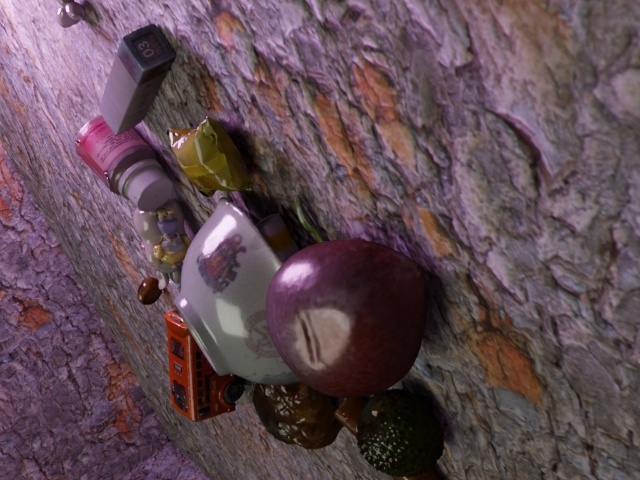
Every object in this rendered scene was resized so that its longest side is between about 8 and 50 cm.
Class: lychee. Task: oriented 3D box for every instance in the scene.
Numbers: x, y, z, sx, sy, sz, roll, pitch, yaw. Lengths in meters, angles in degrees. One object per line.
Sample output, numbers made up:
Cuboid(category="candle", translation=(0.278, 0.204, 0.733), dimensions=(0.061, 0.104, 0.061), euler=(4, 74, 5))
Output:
Cuboid(category="lychee", translation=(0.151, 0.357, 1.315), dimensions=(0.171, 0.171, 0.171), euler=(40, 151, 28))

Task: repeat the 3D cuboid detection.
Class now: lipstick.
Cuboid(category="lipstick", translation=(-0.389, -0.322, 1.493), dimensions=(0.079, 0.076, 0.371), euler=(56, 154, -3))
Cuboid(category="lipstick", translation=(-0.043, 0.074, 1.401), dimensions=(0.059, 0.059, 0.264), euler=(1, 122, 59))

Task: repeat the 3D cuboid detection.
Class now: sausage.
Cuboid(category="sausage", translation=(0.143, 0.429, 1.491), dimensions=(0.302, 0.076, 0.103), euler=(44, 160, 25))

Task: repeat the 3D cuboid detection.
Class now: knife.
Cuboid(category="knife", translation=(0.000, 0.000, 1.279), dimensions=(0.184, 0.026, 0.022), euler=(58, 169, -15))

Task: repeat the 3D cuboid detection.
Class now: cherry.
Cuboid(category="cherry", translation=(0.046, 0.120, 1.133), dimensions=(0.261, 0.221, 0.307), euler=(53, 136, -2))

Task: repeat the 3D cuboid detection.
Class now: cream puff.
Cuboid(category="cream puff", translation=(-0.062, 0.384, 1.693), dimensions=(0.241, 0.155, 0.269), euler=(62, 155, -6))

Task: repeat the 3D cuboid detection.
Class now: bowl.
Cuboid(category="bowl", translation=(-0.167, 0.145, 1.450), dimensions=(0.435, 0.196, 0.435), euler=(52, 164, 22))

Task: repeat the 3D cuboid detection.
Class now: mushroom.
Cuboid(category="mushroom", translation=(-0.554, 0.154, 2.359), dimensions=(0.129, 0.073, 0.088), euler=(-90, -17, -65))

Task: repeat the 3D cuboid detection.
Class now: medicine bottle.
Cuboid(category="medicine bottle", translation=(-0.463, -0.183, 1.711), dimensions=(0.247, 0.147, 0.147), euler=(44, 152, 20))

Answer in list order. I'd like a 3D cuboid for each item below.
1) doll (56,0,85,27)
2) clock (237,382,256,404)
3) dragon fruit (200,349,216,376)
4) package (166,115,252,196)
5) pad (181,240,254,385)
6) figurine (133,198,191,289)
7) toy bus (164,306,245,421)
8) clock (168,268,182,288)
Cuboid(category="doll", translation=(-0.548, -0.538, 1.526), dimensions=(0.160, 0.059, 0.161), euler=(9, 128, 56))
Cuboid(category="clock", translation=(-0.281, 0.282, 1.999), dimensions=(0.324, 0.109, 0.265), euler=(35, 148, 37))
Cuboid(category="dragon fruit", translation=(-0.174, 0.260, 1.640), dimensions=(0.092, 0.192, 0.122), euler=(29, 119, 45))
Cuboid(category="package", translation=(-0.212, -0.155, 1.379), dimensions=(0.226, 0.090, 0.168), euler=(8, 131, 60))
Cuboid(category="pad", translation=(-0.269, 0.178, 1.796), dimensions=(0.248, 0.007, 0.367), euler=(-7, 95, 53))
Cuboid(category="figurine", translation=(-0.378, 0.021, 1.792), dimensions=(0.155, 0.127, 0.235), euler=(11, 119, 45))
Cuboid(category="toy bus", translation=(-0.281, 0.250, 1.706), dimensions=(0.143, 0.153, 0.329), euler=(20, 115, 46))
Cuboid(category="clock", translation=(-0.402, 0.066, 1.994), dimensions=(0.159, 0.066, 0.211), euler=(19, 138, 52))
